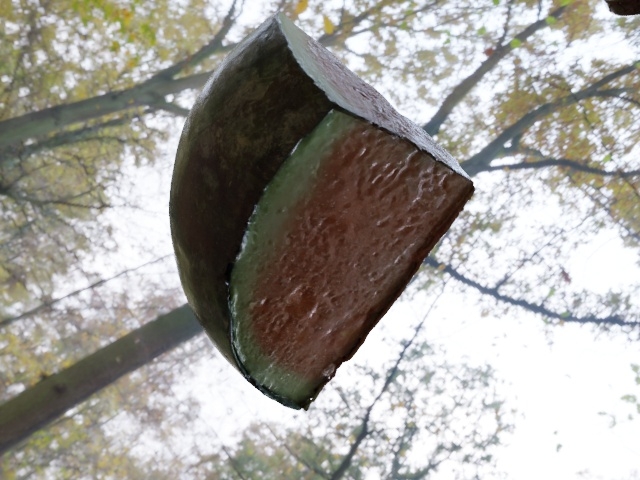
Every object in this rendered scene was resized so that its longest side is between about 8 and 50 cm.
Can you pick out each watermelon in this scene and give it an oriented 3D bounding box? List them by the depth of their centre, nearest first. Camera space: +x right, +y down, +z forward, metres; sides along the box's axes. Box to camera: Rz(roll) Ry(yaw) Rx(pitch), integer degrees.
[{"bbox_3d":[0.000,0.000,0.553,0.148,0.226,0.318,-108,-166,-66],"label":"watermelon"}]

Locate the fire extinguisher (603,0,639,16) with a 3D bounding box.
[{"bbox_3d":[0.340,-0.446,0.881,0.102,0.138,0.344,-19,-54,23],"label":"fire extinguisher"}]
